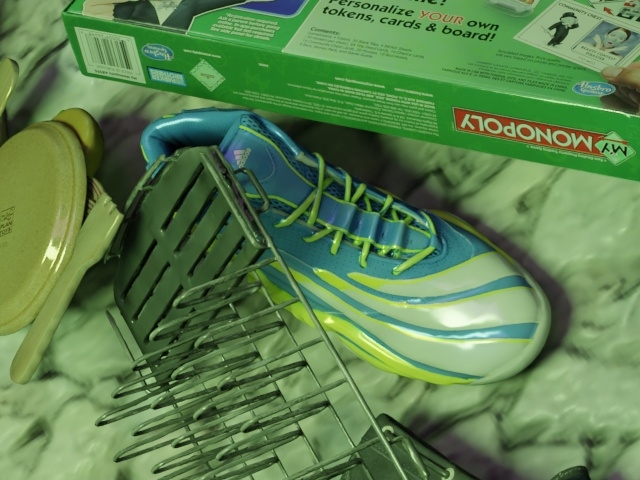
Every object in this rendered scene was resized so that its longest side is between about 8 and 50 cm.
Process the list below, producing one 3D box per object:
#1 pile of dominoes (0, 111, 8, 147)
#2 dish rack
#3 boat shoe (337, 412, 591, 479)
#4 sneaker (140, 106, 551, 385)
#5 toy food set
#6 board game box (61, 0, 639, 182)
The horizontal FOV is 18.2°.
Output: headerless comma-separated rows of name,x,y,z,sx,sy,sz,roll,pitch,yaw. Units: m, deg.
pile of dominoes,-0.293,-0.091,1.220,0.196,0.040,0.251,-18,69,16
dish rack,-0.043,0.096,0.979,0.074,0.208,0.271,-20,72,-31
boat shoe,0.110,0.144,0.979,0.228,0.080,0.076,19,84,32
sneaker,0.000,0.000,1.031,0.240,0.126,0.091,24,85,26
toy food set,-0.155,-0.009,1.103,0.132,0.038,0.192,-59,37,16
board game box,0.055,-0.141,1.038,0.317,0.046,0.213,13,47,25
